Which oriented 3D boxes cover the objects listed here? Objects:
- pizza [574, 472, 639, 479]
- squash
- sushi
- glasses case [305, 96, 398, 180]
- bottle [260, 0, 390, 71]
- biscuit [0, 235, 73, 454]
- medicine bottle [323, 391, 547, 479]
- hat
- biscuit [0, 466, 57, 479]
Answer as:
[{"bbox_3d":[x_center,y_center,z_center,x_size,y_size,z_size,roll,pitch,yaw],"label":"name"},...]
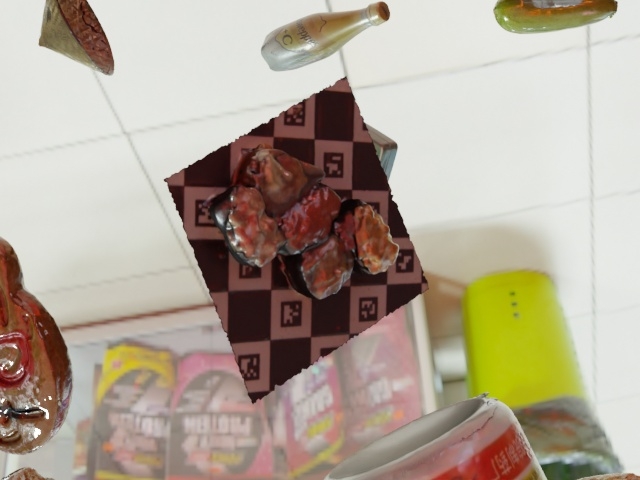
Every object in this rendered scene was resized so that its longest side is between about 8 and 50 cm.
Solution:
[{"bbox_3d":[0.363,0.434,1.422,0.189,0.297,0.071,-31,125,30],"label":"pizza"},{"bbox_3d":[0.353,-0.346,1.668,0.201,0.066,0.066,-6,143,-15],"label":"squash"},{"bbox_3d":[0.000,0.000,1.252,0.059,0.294,0.292,4,121,51],"label":"sushi"},{"bbox_3d":[0.038,-0.154,1.734,0.039,0.184,0.078,-13,129,-43],"label":"glasses case"},{"bbox_3d":[0.010,-0.366,1.954,0.269,0.083,0.083,-14,144,41],"label":"bottle"},{"bbox_3d":[-0.498,0.133,1.608,0.063,0.367,0.314,-26,146,-51],"label":"biscuit"},{"bbox_3d":[0.102,0.224,0.700,0.139,0.225,0.139,-26,179,0],"label":"medicine bottle"},{"bbox_3d":[-0.319,-0.255,1.373,0.067,0.146,0.146,-26,138,8],"label":"hat"},{"bbox_3d":[-0.227,0.349,1.109,0.044,0.186,0.295,-31,107,10],"label":"biscuit"}]
